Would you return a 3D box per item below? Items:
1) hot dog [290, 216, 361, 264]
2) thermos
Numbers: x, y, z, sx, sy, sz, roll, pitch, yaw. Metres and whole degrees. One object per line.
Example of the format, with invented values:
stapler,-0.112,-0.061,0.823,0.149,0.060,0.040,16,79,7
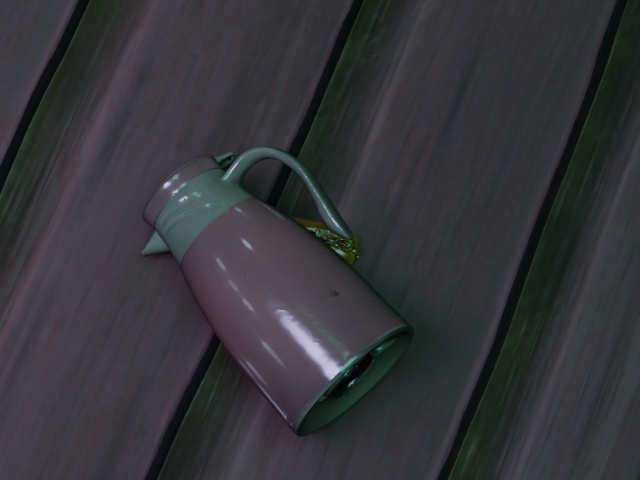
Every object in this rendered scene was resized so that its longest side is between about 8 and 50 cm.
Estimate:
hot dog,0.000,0.000,1.896,0.083,0.021,0.037,12,76,-1
thermos,-0.043,0.029,1.821,0.176,0.146,0.265,-44,75,10
